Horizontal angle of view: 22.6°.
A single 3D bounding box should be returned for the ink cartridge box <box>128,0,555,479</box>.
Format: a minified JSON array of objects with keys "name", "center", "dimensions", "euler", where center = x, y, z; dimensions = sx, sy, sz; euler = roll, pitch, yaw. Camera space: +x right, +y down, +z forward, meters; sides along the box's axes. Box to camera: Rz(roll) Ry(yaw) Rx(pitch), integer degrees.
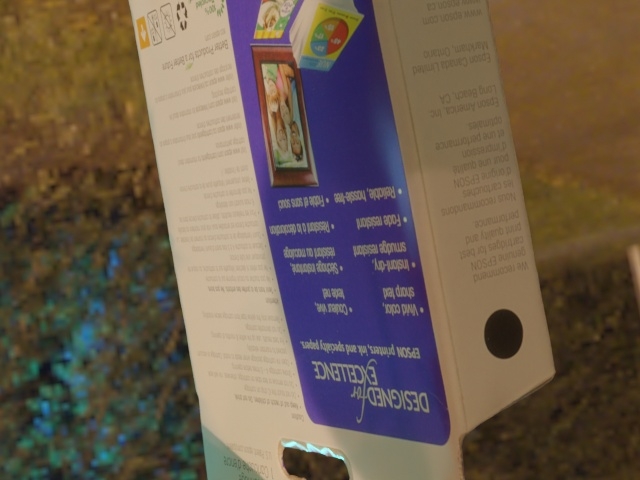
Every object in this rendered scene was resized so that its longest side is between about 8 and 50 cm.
[{"name":"ink cartridge box","center":[0.000,0.000,0.546],"dimensions":[0.045,0.208,0.206],"euler":[-10,-177,-26]}]
